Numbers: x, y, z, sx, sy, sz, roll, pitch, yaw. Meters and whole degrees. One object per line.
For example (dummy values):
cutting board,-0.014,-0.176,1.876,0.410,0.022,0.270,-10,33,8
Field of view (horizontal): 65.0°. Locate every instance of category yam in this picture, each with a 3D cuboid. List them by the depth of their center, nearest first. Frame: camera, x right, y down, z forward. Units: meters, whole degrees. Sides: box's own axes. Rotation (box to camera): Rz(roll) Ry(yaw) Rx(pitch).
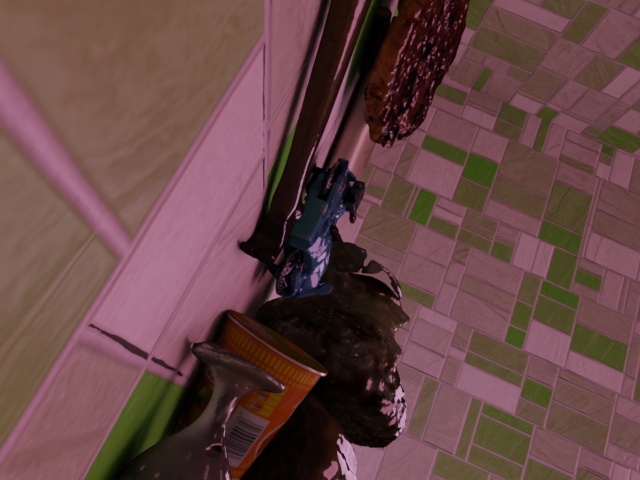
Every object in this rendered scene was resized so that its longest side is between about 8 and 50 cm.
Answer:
yam,0.095,-0.344,0.879,0.033,0.027,0.129,-63,177,-28

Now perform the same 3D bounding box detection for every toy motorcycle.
toy motorcycle,-0.008,-0.009,0.890,0.182,0.124,0.272,80,33,-67

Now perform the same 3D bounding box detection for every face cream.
face cream,0.110,-0.286,1.087,0.348,0.081,0.173,-66,171,22

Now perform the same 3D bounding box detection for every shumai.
shumai,0.053,0.208,1.062,0.348,0.395,0.395,-51,170,-33

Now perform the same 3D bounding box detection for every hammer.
hammer,-0.003,-0.151,0.529,0.168,0.044,0.439,-65,177,-53

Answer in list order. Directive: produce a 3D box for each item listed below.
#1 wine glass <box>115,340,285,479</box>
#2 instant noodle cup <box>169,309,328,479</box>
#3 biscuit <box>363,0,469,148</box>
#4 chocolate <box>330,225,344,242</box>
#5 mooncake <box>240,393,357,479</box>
wine glass,-0.134,0.235,0.510,0.126,0.127,0.241,108,6,-66
instant noodle cup,-0.106,0.216,0.689,0.184,0.169,0.168,-57,177,-5
biscuit,0.167,-0.333,0.910,0.289,0.081,0.333,-43,156,-39
chocolate,0.000,0.000,1.205,0.156,0.156,0.133,109,-10,-65
mooncake,-0.090,0.362,0.783,0.161,0.291,0.290,63,34,-29
